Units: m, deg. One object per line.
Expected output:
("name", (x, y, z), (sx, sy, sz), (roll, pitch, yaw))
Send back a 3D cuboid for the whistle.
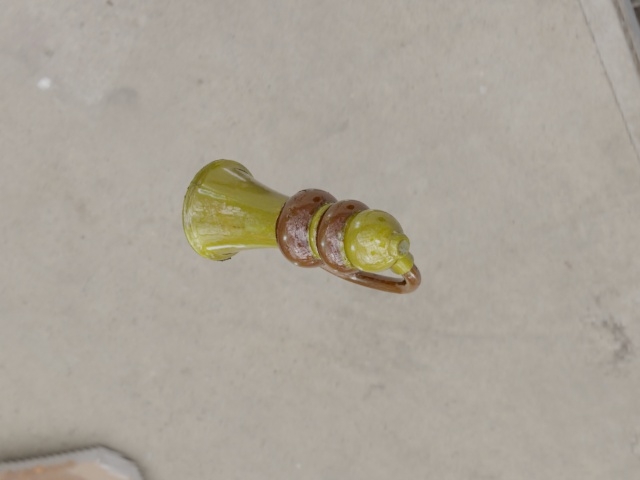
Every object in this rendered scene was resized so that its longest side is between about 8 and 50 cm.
("whistle", (-0.004, 0.003, 0.489), (0.109, 0.046, 0.057), (17, 131, 38))
